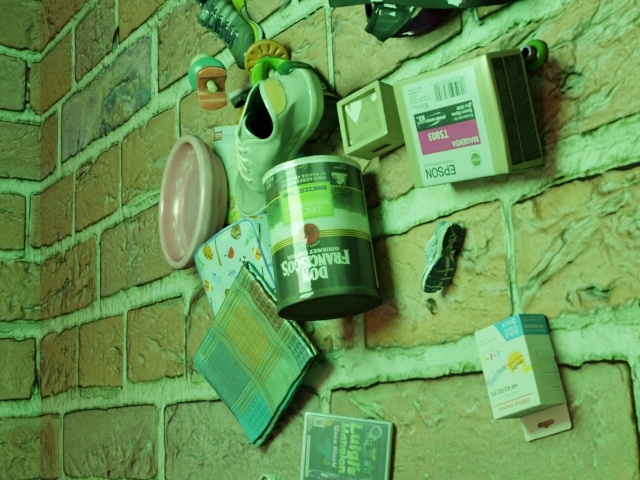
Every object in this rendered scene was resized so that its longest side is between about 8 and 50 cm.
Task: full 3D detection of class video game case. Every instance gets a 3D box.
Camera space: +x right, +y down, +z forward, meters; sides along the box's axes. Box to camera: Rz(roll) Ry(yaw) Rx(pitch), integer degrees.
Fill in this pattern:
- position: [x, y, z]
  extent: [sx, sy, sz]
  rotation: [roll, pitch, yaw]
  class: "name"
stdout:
- position: [0.047, 0.429, 1.781]
  extent: [0.173, 0.022, 0.191]
  rotation: [4, 89, 18]
  class: "video game case"

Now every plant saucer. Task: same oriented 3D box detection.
- position: [-0.312, -0.092, 2.313]
  extent: [0.332, 0.084, 0.332]
  rotation: [-19, 68, 61]
  class: "plant saucer"

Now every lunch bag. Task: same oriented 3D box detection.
- position: [-0.156, 0.084, 2.101]
  extent: [0.303, 0.114, 0.243]
  rotation: [-31, 79, 51]
  class: "lunch bag"

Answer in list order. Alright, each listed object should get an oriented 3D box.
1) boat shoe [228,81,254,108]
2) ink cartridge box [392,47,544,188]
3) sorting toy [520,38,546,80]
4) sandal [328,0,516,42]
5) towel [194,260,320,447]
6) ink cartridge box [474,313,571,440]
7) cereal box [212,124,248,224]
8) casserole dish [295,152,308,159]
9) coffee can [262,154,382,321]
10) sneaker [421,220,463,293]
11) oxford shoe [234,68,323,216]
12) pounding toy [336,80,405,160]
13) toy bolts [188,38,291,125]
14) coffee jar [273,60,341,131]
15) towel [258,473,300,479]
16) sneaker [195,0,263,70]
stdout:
- position: [-0.172, -0.352, 2.256]
  extent: [0.142, 0.049, 0.040]
  rotation: [-14, 94, 56]
  class: "boat shoe"
- position: [0.239, -0.196, 1.555]
  extent: [0.234, 0.088, 0.193]
  rotation: [-7, 96, 55]
  class: "ink cartridge box"
- position: [0.318, -0.290, 1.531]
  extent: [0.102, 0.042, 0.061]
  rotation: [-25, 66, 52]
  class: "sorting toy"
- position: [0.160, -0.409, 1.683]
  extent: [0.445, 0.167, 0.107]
  rotation: [21, 121, 55]
  class: "sandal"
- position: [-0.151, 0.256, 2.052]
  extent: [0.271, 0.040, 0.370]
  rotation: [50, 136, 21]
  class: "towel"
- position: [0.314, 0.215, 1.465]
  extent: [0.104, 0.061, 0.181]
  rotation: [-35, 59, 49]
  class: "ink cartridge box"
- position: [-0.213, -0.159, 2.284]
  extent: [0.173, 0.047, 0.240]
  rotation: [8, 93, 58]
  class: "cereal box"
- position: [-0.042, -0.100, 2.041]
  extent: [0.114, 0.037, 0.189]
  rotation: [-22, 69, 52]
  class: "casserole dish"
- position: [0.000, 0.000, 1.823]
  extent: [0.201, 0.201, 0.276]
  rotation: [-30, 62, 50]
  class: "coffee can"
- position: [0.209, 0.028, 1.660]
  extent: [0.058, 0.052, 0.135]
  rotation: [40, 112, 61]
  class: "sneaker"
- position: [-0.125, -0.197, 1.964]
  extent: [0.169, 0.130, 0.449]
  rotation: [69, 152, 22]
  class: "oxford shoe"
- position: [0.099, -0.230, 1.816]
  extent: [0.141, 0.100, 0.130]
  rotation: [-23, 68, 41]
  class: "pounding toy"
- position: [-0.190, -0.355, 2.142]
  extent: [0.158, 0.228, 0.218]
  rotation: [-116, 30, -52]
  class: "toy bolts"
- position: [-0.025, -0.303, 1.985]
  extent: [0.184, 0.096, 0.079]
  rotation: [55, 134, 42]
  class: "coffee jar"
- position: [-0.020, 0.590, 1.809]
  extent: [0.049, 0.187, 0.282]
  rotation: [-35, 54, 21]
  class: "towel"
- position: [-0.233, -0.521, 2.289]
  extent: [0.111, 0.121, 0.300]
  rotation: [-59, 43, 34]
  class: "sneaker"
